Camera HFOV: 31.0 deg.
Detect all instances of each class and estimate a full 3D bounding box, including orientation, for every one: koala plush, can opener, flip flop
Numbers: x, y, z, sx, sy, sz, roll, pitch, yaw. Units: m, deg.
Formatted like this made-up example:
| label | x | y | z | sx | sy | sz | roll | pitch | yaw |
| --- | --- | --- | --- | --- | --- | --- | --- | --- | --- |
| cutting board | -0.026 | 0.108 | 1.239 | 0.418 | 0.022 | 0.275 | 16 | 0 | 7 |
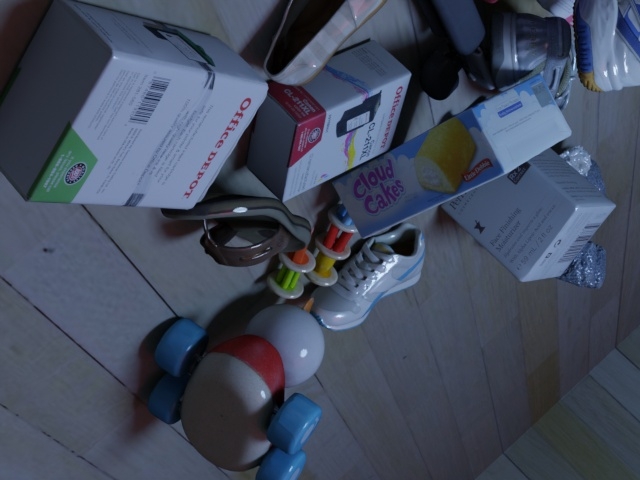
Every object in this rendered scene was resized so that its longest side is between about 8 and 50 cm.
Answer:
| label | x | y | z | sx | sy | sz | roll | pitch | yaw |
| --- | --- | --- | --- | --- | --- | --- | --- | --- | --- |
| koala plush | 0.412 | -0.052 | 1.977 | 0.196 | 0.203 | 0.221 | 9 | 101 | -70 |
| can opener | 0.153 | -0.245 | 1.381 | 0.093 | 0.074 | 0.280 | -47 | 154 | -5 |
| flip flop | -0.089 | -0.005 | 1.331 | 0.277 | 0.112 | 0.080 | 29 | 68 | -68 |

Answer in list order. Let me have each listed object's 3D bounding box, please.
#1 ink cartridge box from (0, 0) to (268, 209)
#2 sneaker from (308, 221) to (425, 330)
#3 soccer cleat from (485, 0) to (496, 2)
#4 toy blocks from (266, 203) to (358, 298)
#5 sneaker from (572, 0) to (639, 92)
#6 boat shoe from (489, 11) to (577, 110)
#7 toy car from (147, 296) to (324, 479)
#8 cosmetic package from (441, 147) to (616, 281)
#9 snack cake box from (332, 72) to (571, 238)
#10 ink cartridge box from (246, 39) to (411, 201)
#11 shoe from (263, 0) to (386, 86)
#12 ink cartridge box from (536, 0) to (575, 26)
| label | x | y | z | sx | sy | sz | roll | pitch | yaw |
| --- | --- | --- | --- | --- | --- | --- | --- | --- | --- |
| ink cartridge box | -0.175 | -0.118 | 1.067 | 0.219 | 0.092 | 0.160 | 2 | 129 | -57 |
| sneaker | 0.065 | 0.050 | 1.689 | 0.228 | 0.087 | 0.092 | -34 | 146 | -37 |
| soccer cleat | 0.176 | -0.351 | 1.228 | 0.116 | 0.108 | 0.318 | -53 | 157 | 7 |
| toy blocks | 0.000 | 0.000 | 1.541 | 0.123 | 0.054 | 0.148 | -18 | 143 | -44 |
| sneaker | 0.346 | -0.320 | 1.297 | 0.112 | 0.131 | 0.296 | -68 | 151 | -67 |
| boat shoe | 0.293 | -0.228 | 1.512 | 0.320 | 0.103 | 0.118 | 23 | 67 | -70 |
| toy car | -0.070 | 0.173 | 1.546 | 0.238 | 0.219 | 0.210 | -45 | 160 | -40 |
| cosmetic package | 0.320 | -0.054 | 1.783 | 0.151 | 0.183 | 0.151 | -4 | 133 | -54 |
| snack cake box | 0.160 | -0.101 | 1.440 | 0.152 | 0.089 | 0.264 | -30 | -177 | -42 |
| ink cartridge box | 0.010 | -0.139 | 1.330 | 0.175 | 0.072 | 0.127 | -28 | 149 | -31 |
| shoe | 0.015 | -0.247 | 1.176 | 0.219 | 0.076 | 0.058 | -53 | 158 | 21 |
| ink cartridge box | 0.350 | -0.379 | 1.422 | 0.218 | 0.092 | 0.158 | -44 | 159 | 20 |
